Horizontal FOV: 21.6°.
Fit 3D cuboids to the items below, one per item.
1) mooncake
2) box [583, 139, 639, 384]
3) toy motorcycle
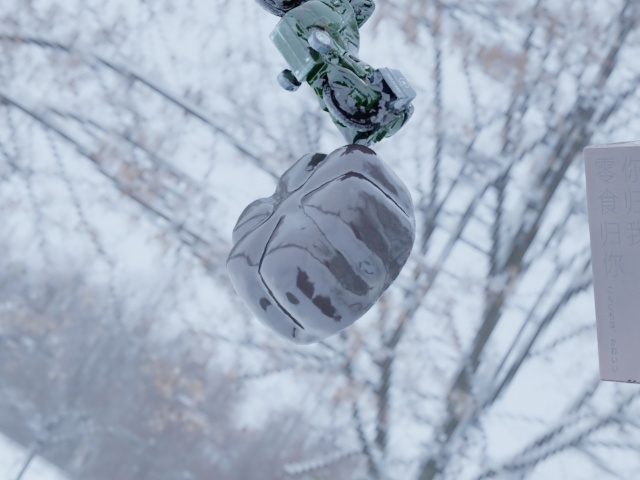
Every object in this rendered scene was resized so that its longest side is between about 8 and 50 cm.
[{"bbox_3d":[0.000,0.000,2.002,0.133,0.245,0.245,46,-17,-23],"label":"mooncake"},{"bbox_3d":[0.333,0.018,1.426,0.086,0.215,0.215,-8,5,-40],"label":"box"},{"bbox_3d":[0.025,-0.235,2.101,0.187,0.125,0.274,-9,60,-48],"label":"toy motorcycle"}]
